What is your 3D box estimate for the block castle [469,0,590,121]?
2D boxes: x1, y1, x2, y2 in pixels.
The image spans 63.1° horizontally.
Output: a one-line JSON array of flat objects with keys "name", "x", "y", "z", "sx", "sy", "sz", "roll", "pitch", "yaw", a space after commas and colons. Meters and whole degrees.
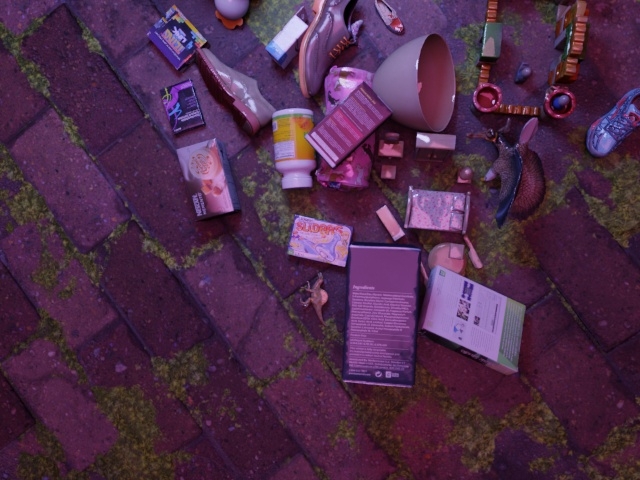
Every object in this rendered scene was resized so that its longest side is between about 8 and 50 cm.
[{"name": "block castle", "x": 0.628, "y": -0.592, "z": 1.563, "sx": 0.302, "sy": 0.213, "sz": 0.454, "roll": 7, "pitch": 93, "yaw": 6}]

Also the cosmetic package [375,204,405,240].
[{"name": "cosmetic package", "x": 0.228, "y": -0.057, "z": 1.704, "sx": 0.041, "sy": 0.060, "sz": 0.115, "roll": -33, "pitch": 87, "yaw": 7}]

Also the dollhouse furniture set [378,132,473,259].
[{"name": "dollhouse furniture set", "x": 0.316, "y": -0.137, "z": 1.614, "sx": 0.303, "sy": 0.174, "sz": 0.356, "roll": 6, "pitch": 86, "yaw": 7}]

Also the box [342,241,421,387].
[{"name": "box", "x": 0.184, "y": 0.207, "z": 1.601, "sx": 0.211, "sy": 0.293, "sz": 0.396, "roll": 2, "pitch": 93, "yaw": 6}]

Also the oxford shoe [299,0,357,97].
[{"name": "oxford shoe", "x": 0.026, "y": -0.628, "z": 1.652, "sx": 0.132, "sy": 0.130, "sz": 0.364, "roll": 18, "pitch": 101, "yaw": 16}]

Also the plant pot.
[{"name": "plant pot", "x": 0.271, "y": -0.473, "z": 1.600, "sx": 0.190, "sy": 0.284, "sz": 0.284, "roll": 5, "pitch": 93, "yaw": 35}]

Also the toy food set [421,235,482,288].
[{"name": "toy food set", "x": 0.415, "y": 0.072, "z": 1.704, "sx": 0.192, "sy": 0.038, "sz": 0.132, "roll": -24, "pitch": 82, "yaw": 12}]

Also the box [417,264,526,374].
[{"name": "box", "x": 0.468, "y": 0.243, "z": 1.607, "sx": 0.321, "sy": 0.058, "sz": 0.232, "roll": 25, "pitch": 58, "yaw": -3}]

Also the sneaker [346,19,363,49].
[{"name": "sneaker", "x": 0.115, "y": -0.666, "z": 1.707, "sx": 0.098, "sy": 0.038, "sz": 0.069, "roll": -39, "pitch": 89, "yaw": 16}]

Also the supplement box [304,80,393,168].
[{"name": "supplement box", "x": 0.083, "y": -0.339, "z": 1.549, "sx": 0.239, "sy": 0.073, "sz": 0.130, "roll": -42, "pitch": 89, "yaw": 5}]

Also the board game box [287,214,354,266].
[{"name": "board game box", "x": 0.000, "y": 0.000, "z": 1.743, "sx": 0.201, "sy": 0.035, "sz": 0.136, "roll": 12, "pitch": 93, "yaw": 6}]

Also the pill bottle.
[{"name": "pill bottle", "x": -0.082, "y": -0.291, "z": 1.690, "sx": 0.136, "sy": 0.136, "sz": 0.246, "roll": -3, "pitch": 92, "yaw": 6}]

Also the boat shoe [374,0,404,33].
[{"name": "boat shoe", "x": 0.222, "y": -0.728, "z": 1.688, "sx": 0.049, "sy": 0.043, "sz": 0.137, "roll": -38, "pitch": 89, "yaw": 4}]

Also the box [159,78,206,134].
[{"name": "box", "x": -0.470, "y": -0.455, "z": 1.781, "sx": 0.116, "sy": 0.029, "sz": 0.162, "roll": -18, "pitch": 91, "yaw": 7}]

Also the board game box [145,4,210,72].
[{"name": "board game box", "x": -0.482, "y": -0.681, "z": 1.765, "sx": 0.141, "sy": 0.048, "sz": 0.170, "roll": -42, "pitch": 87, "yaw": 5}]

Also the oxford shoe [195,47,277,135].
[{"name": "oxford shoe", "x": -0.283, "y": -0.510, "z": 1.735, "sx": 0.130, "sy": 0.123, "sz": 0.348, "roll": -36, "pitch": 86, "yaw": -20}]

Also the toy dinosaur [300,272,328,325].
[{"name": "toy dinosaur", "x": -0.020, "y": 0.201, "z": 1.744, "sx": 0.092, "sy": 0.053, "sz": 0.183, "roll": -2, "pitch": 92, "yaw": 5}]

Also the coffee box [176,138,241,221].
[{"name": "coffee box", "x": -0.371, "y": -0.198, "z": 1.744, "sx": 0.141, "sy": 0.098, "sz": 0.247, "roll": -14, "pitch": 90, "yaw": 7}]

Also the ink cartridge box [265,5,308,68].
[{"name": "ink cartridge box", "x": -0.089, "y": -0.656, "z": 1.693, "sx": 0.060, "sy": 0.104, "sz": 0.180, "roll": 44, "pitch": 96, "yaw": 3}]

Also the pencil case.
[{"name": "pencil case", "x": 0.085, "y": -0.350, "z": 1.663, "sx": 0.160, "sy": 0.167, "sz": 0.386, "roll": 8, "pitch": 94, "yaw": 47}]

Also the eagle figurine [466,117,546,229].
[{"name": "eagle figurine", "x": 0.586, "y": -0.206, "z": 1.601, "sx": 0.226, "sy": 0.225, "sz": 0.298, "roll": -20, "pitch": 79, "yaw": -3}]

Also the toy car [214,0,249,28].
[{"name": "toy car", "x": -0.304, "y": -0.815, "z": 1.693, "sx": 0.210, "sy": 0.219, "sz": 0.238, "roll": 22, "pitch": 123, "yaw": 5}]

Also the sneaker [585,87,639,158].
[{"name": "sneaker", "x": 0.917, "y": -0.368, "z": 1.582, "sx": 0.104, "sy": 0.125, "sz": 0.262, "roll": 38, "pitch": 95, "yaw": 4}]
